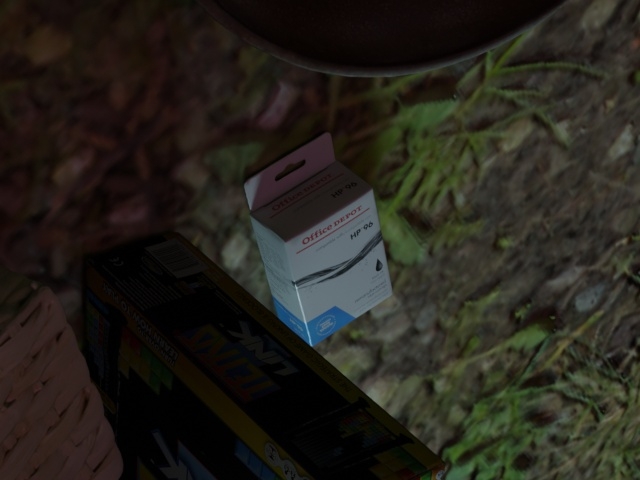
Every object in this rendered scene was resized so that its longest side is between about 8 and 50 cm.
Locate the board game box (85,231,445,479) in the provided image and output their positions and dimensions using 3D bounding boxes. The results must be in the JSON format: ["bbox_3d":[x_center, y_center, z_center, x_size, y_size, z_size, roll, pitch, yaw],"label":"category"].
[{"bbox_3d":[-0.032,0.099,0.589,0.048,0.170,0.141,-18,129,-34],"label":"board game box"}]

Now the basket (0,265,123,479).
[{"bbox_3d":[-0.154,0.086,0.481,0.167,0.103,0.113,-52,145,-35],"label":"basket"}]

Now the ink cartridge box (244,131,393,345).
[{"bbox_3d":[0.000,0.000,0.652,0.048,0.028,0.083,-33,136,-19],"label":"ink cartridge box"}]

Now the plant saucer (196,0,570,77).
[{"bbox_3d":[0.048,-0.207,0.526,0.311,0.050,0.310,-23,132,-28],"label":"plant saucer"}]
